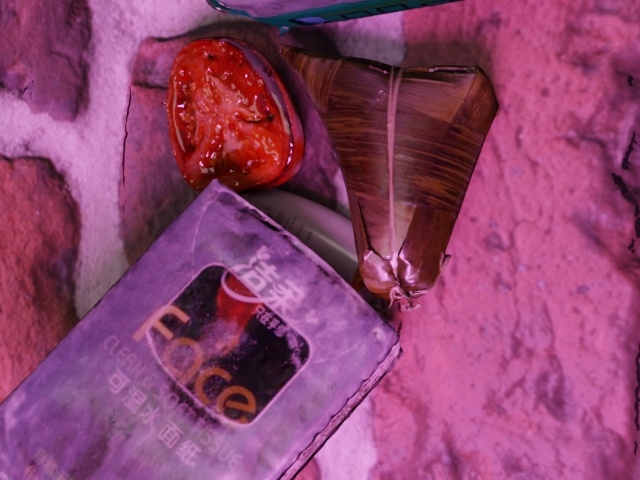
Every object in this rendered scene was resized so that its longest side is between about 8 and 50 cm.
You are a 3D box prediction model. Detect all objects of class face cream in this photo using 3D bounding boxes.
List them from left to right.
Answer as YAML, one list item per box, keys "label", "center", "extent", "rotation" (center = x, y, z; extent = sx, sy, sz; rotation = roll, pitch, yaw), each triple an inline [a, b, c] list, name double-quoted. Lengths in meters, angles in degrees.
- label: "face cream"
  center: [0.000, 0.000, 0.897]
  extent: [0.182, 0.051, 0.072]
  rotation: [29, 99, 20]

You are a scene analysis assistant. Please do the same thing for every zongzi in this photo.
- label: "zongzi"
  center: [0.032, -0.067, 0.833]
  extent: [0.241, 0.111, 0.247]
  rotation: [15, 81, 22]

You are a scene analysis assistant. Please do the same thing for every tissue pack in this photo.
- label: "tissue pack"
  center: [-0.125, 0.151, 0.812]
  extent: [0.259, 0.122, 0.361]
  rotation: [41, 83, 14]

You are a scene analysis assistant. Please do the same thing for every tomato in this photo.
- label: "tomato"
  center: [-0.084, -0.139, 0.910]
  extent: [0.166, 0.082, 0.174]
  rotation: [-8, 93, 34]

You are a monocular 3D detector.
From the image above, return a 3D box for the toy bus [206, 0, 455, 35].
- label: "toy bus"
  center: [0.070, -0.309, 0.783]
  extent: [0.344, 0.199, 0.183]
  rotation: [-3, 93, 22]
